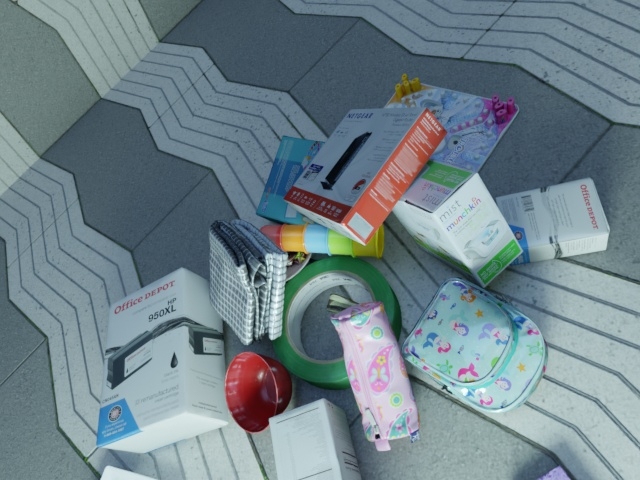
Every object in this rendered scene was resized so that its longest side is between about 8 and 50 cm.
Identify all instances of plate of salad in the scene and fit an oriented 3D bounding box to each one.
[{"bbox_3d":[-0.113,0.041,1.303,0.199,0.048,0.200,-20,38,17],"label":"plate of salad"}]

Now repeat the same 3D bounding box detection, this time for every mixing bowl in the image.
[{"bbox_3d":[-0.132,0.350,1.132,0.181,0.098,0.182,-4,84,40],"label":"mixing bowl"}]

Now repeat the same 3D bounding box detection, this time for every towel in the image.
[{"bbox_3d":[-0.196,0.097,1.189,0.121,0.235,0.283,-7,25,-30],"label":"towel"}]

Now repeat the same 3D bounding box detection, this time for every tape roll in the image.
[{"bbox_3d":[0.035,0.196,1.175,0.320,0.077,0.322,-12,57,19],"label":"tape roll"}]

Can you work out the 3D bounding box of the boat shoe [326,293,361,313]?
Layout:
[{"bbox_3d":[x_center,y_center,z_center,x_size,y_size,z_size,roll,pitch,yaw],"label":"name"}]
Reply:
[{"bbox_3d":[0.080,0.167,1.092,0.152,0.056,0.049,18,82,37],"label":"boat shoe"}]

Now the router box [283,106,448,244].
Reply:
[{"bbox_3d":[0.085,-0.167,1.119,0.301,0.082,0.335,-54,28,-5],"label":"router box"}]

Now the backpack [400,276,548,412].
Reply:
[{"bbox_3d":[0.315,0.213,0.960,0.253,0.191,0.225,34,88,29],"label":"backpack"}]

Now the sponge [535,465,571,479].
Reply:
[{"bbox_3d":[0.434,0.510,0.810,0.117,0.031,0.210,-36,52,3],"label":"sponge"}]

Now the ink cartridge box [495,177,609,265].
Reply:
[{"bbox_3d":[0.512,-0.039,1.071,0.203,0.086,0.148,-11,57,21],"label":"ink cartridge box"}]

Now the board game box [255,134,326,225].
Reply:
[{"bbox_3d":[0.000,-0.149,1.364,0.335,0.079,0.254,16,85,33],"label":"board game box"}]

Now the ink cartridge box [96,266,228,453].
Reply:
[{"bbox_3d":[-0.411,0.312,1.260,0.285,0.166,0.395,-25,53,18],"label":"ink cartridge box"}]

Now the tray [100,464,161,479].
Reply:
[{"bbox_3d":[-0.451,0.653,1.170,0.270,0.030,0.145,0,62,27],"label":"tray"}]

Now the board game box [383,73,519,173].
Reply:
[{"bbox_3d":[0.288,-0.291,1.362,0.389,0.050,0.390,28,76,36],"label":"board game box"}]

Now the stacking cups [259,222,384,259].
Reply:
[{"bbox_3d":[0.000,0.000,1.215,0.315,0.096,0.096,0,61,19],"label":"stacking cups"}]

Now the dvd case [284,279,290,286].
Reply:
[{"bbox_3d":[-0.182,0.062,1.396,0.238,0.029,0.180,-9,58,23],"label":"dvd case"}]

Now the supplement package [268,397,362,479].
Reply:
[{"bbox_3d":[-0.002,0.478,0.983,0.138,0.134,0.244,-23,53,12],"label":"supplement package"}]

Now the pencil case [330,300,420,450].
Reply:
[{"bbox_3d":[0.113,0.271,0.986,0.124,0.124,0.284,-17,86,17],"label":"pencil case"}]

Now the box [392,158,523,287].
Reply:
[{"bbox_3d":[0.270,-0.053,1.057,0.126,0.231,0.262,-42,26,-2],"label":"box"}]
